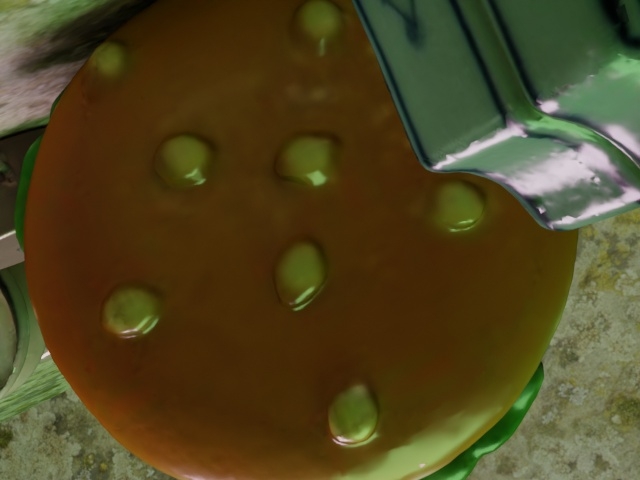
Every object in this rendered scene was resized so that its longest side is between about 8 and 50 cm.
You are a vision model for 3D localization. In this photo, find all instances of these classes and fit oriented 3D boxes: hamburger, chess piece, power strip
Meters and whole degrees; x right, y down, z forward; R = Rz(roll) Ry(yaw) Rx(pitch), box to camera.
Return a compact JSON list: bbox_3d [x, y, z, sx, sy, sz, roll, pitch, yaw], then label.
[{"bbox_3d":[0.000,0.000,1.172,0.395,0.396,0.277,-24,174,-1],"label":"hamburger"},{"bbox_3d":[-0.302,0.057,1.624,0.182,0.182,0.330,-26,180,18],"label":"chess piece"},{"bbox_3d":[-0.251,-0.029,1.367,0.154,0.078,0.154,-23,175,-2],"label":"power strip"}]

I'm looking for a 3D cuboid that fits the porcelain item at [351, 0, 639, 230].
[{"bbox_3d":[0.147,-0.166,0.736,0.285,0.281,0.157,-18,173,-34],"label":"porcelain item"}]
